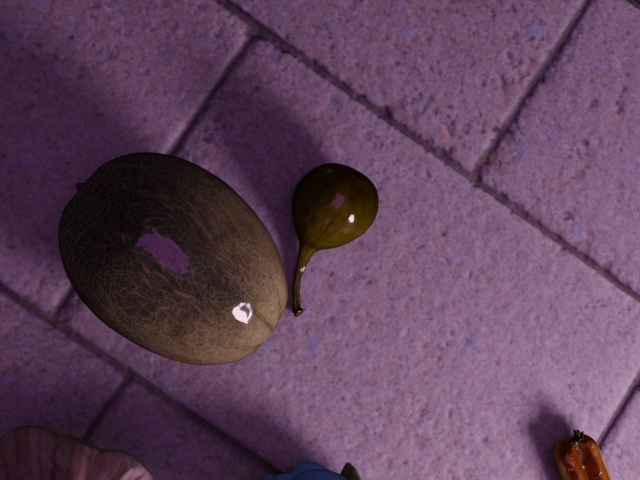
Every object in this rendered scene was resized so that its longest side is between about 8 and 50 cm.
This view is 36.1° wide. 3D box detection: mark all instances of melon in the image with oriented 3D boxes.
[{"bbox_3d":[-0.195,0.026,1.325,0.329,0.248,0.248,40,80,-11],"label":"melon"}]

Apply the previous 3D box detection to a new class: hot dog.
[{"bbox_3d":[0.404,0.372,1.481,0.072,0.055,0.188,-20,88,-13],"label":"hot dog"}]

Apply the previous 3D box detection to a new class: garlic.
[{"bbox_3d":[-0.344,0.407,1.259,0.318,0.259,0.317,1,81,-7],"label":"garlic"}]

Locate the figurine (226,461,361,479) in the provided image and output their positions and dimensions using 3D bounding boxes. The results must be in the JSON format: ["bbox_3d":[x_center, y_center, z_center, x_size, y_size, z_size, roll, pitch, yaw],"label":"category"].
[{"bbox_3d":[-0.031,0.376,1.351,0.262,0.180,0.153,14,89,-16],"label":"figurine"}]

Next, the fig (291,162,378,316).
[{"bbox_3d":[0.000,0.000,1.441,0.124,0.124,0.236,20,107,-7],"label":"fig"}]
